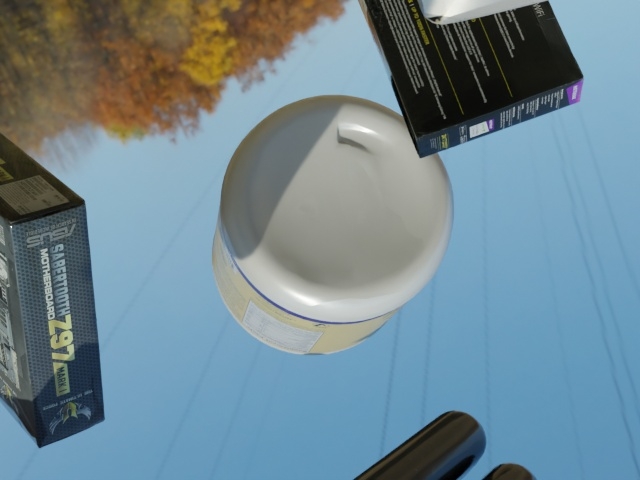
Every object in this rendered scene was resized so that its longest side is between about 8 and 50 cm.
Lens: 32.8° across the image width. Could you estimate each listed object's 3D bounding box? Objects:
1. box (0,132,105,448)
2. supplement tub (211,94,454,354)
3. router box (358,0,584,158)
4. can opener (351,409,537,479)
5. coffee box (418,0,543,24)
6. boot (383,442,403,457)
[{"bbox_3d":[-0.242,0.014,0.799,0.059,0.183,0.233,-19,-144,-33],"label":"box"},{"bbox_3d":[0.000,0.000,1.234,0.241,0.241,0.331,-28,171,-13],"label":"supplement tub"},{"bbox_3d":[0.108,-0.169,0.844,0.133,0.179,0.046,-19,162,3],"label":"router box"},{"bbox_3d":[0.022,0.127,0.434,0.283,0.076,0.095,-21,150,-55],"label":"can opener"},{"bbox_3d":[0.061,-0.220,0.382,0.119,0.168,0.297,-13,-147,8],"label":"coffee box"},{"bbox_3d":[0.000,0.322,1.233,0.283,0.220,0.109,-46,-130,9],"label":"boot"}]
